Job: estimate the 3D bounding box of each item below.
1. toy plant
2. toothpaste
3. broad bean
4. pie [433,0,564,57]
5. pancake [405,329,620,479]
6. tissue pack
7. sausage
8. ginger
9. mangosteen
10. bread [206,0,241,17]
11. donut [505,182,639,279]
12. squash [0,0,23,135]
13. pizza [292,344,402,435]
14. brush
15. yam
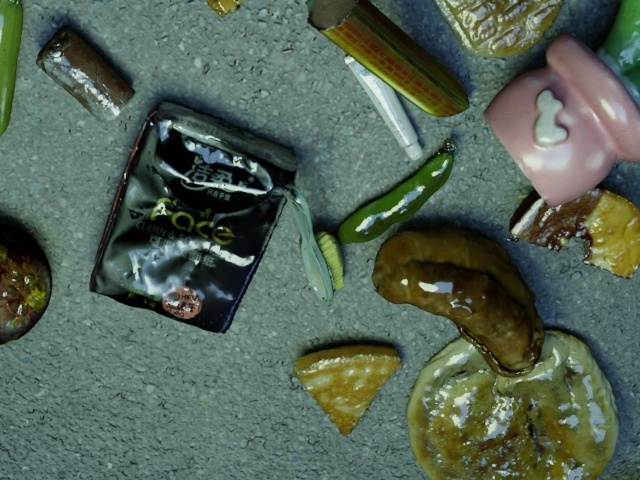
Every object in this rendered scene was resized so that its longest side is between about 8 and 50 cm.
[{"bbox_3d":[0.425,-0.193,1.437,0.356,0.210,0.317,-35,72,5],"label":"toy plant"},{"bbox_3d":[0.102,-0.203,1.550,0.048,0.031,0.190,-26,111,16],"label":"toothpaste"},{"bbox_3d":[0.121,-0.061,1.613,0.254,0.046,0.065,-38,122,19],"label":"broad bean"},{"bbox_3d":[0.253,-0.355,1.460,0.195,0.046,0.195,1,119,1],"label":"pie"},{"bbox_3d":[0.330,0.319,1.790,0.387,0.082,0.387,2,115,4],"label":"pancake"},{"bbox_3d":[-0.200,-0.028,1.590,0.245,0.123,0.332,20,116,-13],"label":"tissue pack"},{"bbox_3d":[0.110,-0.246,1.419,0.082,0.082,0.371,-38,147,18],"label":"sausage"},{"bbox_3d":[0.237,0.081,1.620,0.321,0.165,0.172,34,96,-11],"label":"ginger"},{"bbox_3d":[-0.534,0.066,1.625,0.217,0.192,0.192,8,123,32],"label":"mangosteen"},{"bbox_3d":[-0.077,-0.429,1.367,0.147,0.160,0.260,44,113,-11],"label":"bread"},{"bbox_3d":[0.408,-0.032,1.606,0.217,0.085,0.141,23,115,-12],"label":"donut"},{"bbox_3d":[-0.473,-0.263,1.501,0.066,0.066,0.252,13,116,-6],"label":"squash"},{"bbox_3d":[0.043,0.253,1.774,0.188,0.062,0.199,-2,125,-8],"label":"pizza"},{"bbox_3d":[0.000,0.000,1.586,0.060,0.068,0.297,-35,147,-14],"label":"brush"},{"bbox_3d":[-0.344,-0.241,1.506,0.079,0.079,0.141,-40,112,19],"label":"yam"}]
